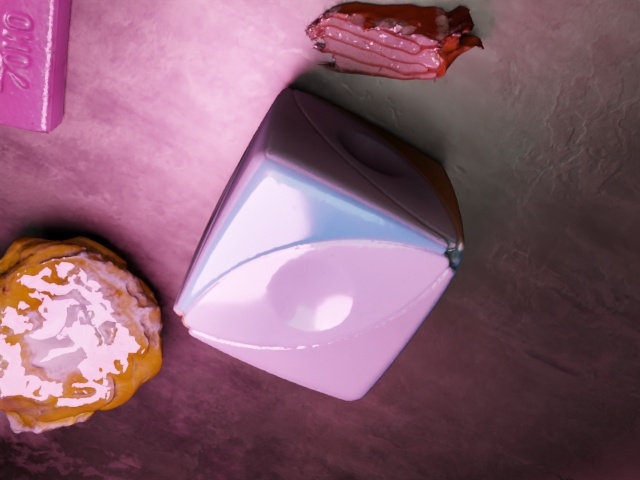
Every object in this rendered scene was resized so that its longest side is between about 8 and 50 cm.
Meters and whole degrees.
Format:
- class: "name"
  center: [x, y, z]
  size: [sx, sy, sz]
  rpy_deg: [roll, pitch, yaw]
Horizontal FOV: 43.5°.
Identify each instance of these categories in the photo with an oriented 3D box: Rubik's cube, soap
- class: "Rubik's cube"
  center: [0.000, 0.000, 1.305]
  size: [0.352, 0.347, 0.351]
  rpy_deg: [29, 116, -10]
- class: "soap"
  center: [-0.516, -0.324, 1.331]
  size: [0.181, 0.081, 0.259]
  rpy_deg: [14, 117, -2]

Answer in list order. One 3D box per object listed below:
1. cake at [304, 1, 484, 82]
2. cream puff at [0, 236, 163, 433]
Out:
- class: "cake"
  center: [0.111, -0.314, 1.273]
  size: [0.288, 0.135, 0.098]
  rpy_deg: [2, 132, 14]
- class: "cream puff"
  center: [-0.492, 0.168, 1.501]
  size: [0.379, 0.275, 0.378]
  rpy_deg: [0, 92, -18]
